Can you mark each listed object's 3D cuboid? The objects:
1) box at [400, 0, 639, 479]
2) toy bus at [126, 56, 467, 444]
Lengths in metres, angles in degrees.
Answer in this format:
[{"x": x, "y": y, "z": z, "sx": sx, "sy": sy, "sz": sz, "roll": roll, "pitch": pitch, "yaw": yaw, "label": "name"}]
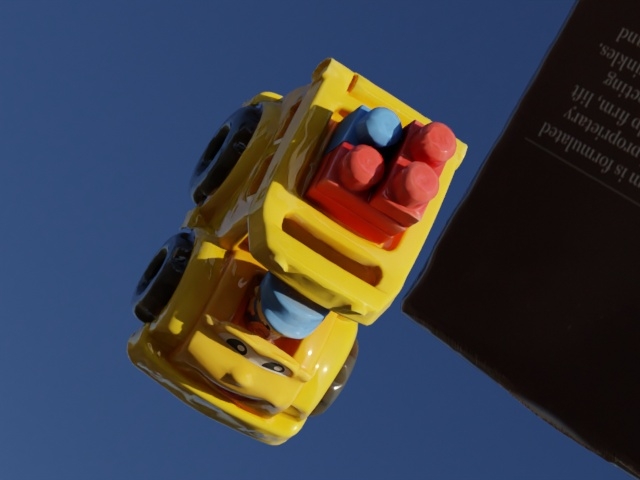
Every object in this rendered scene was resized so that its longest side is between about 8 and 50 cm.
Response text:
[{"x": 0.175, "y": -0.007, "z": 0.659, "sx": 0.168, "sy": 0.167, "sz": 0.203, "roll": 36, "pitch": -79, "yaw": 37, "label": "box"}, {"x": 0.000, "y": 0.000, "z": 1.125, "sx": 0.149, "sy": 0.220, "sz": 0.211, "roll": 32, "pitch": -24, "yaw": -15, "label": "toy bus"}]
